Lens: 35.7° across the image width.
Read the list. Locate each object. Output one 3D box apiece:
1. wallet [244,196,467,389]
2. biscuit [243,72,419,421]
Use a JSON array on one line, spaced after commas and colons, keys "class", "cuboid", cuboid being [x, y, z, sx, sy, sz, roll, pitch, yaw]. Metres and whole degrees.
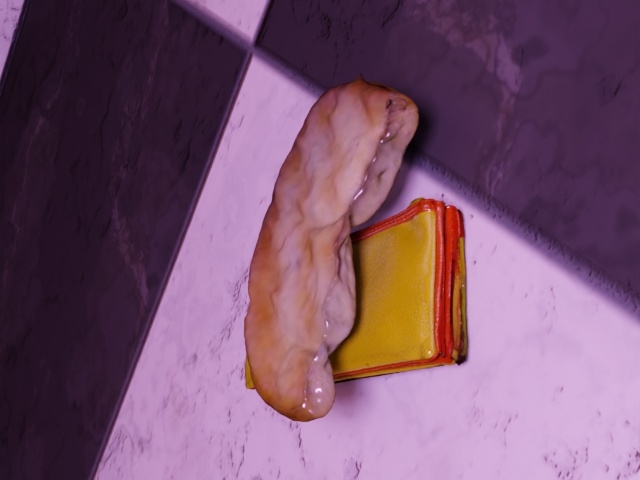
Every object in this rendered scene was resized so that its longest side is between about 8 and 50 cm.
[{"class": "wallet", "cuboid": [0.031, 0.056, 0.867, 0.241, 0.067, 0.141, -18, 60, 48]}, {"class": "biscuit", "cuboid": [-0.003, 0.001, 0.848, 0.154, 0.045, 0.299, 3, 72, 54]}]
